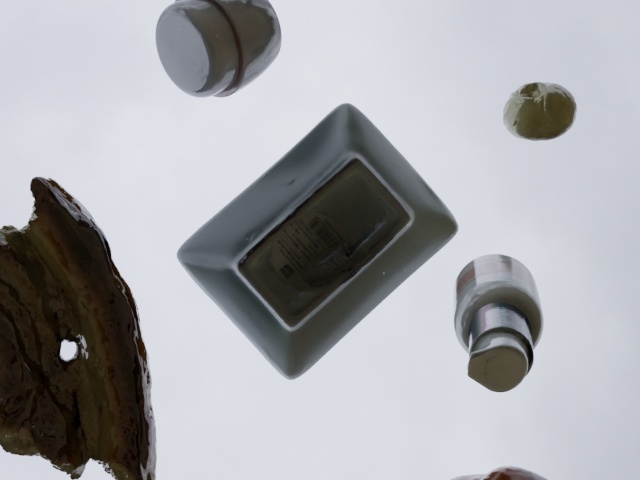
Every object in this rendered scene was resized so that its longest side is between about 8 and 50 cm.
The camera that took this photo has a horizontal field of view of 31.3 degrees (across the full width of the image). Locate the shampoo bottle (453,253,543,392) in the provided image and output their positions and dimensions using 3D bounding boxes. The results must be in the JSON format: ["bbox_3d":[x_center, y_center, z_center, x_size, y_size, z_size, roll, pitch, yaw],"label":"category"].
[{"bbox_3d":[0.144,0.068,0.916,0.074,0.192,0.074,1,-75,5],"label":"shampoo bottle"}]

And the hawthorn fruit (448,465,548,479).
[{"bbox_3d":[0.151,0.288,0.959,0.189,0.189,0.189,-3,-82,-25],"label":"hawthorn fruit"}]

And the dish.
[{"bbox_3d":[0.000,0.000,1.128,0.243,0.080,0.182,-42,-88,-2],"label":"dish"}]

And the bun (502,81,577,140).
[{"bbox_3d":[0.244,-0.151,1.281,0.086,0.086,0.055,-26,-57,-20],"label":"bun"}]

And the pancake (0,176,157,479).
[{"bbox_3d":[-0.205,0.068,0.906,0.257,0.056,0.212,40,-129,-33],"label":"pancake"}]

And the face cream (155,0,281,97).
[{"bbox_3d":[-0.107,-0.212,1.207,0.104,0.117,0.117,-30,-71,-37],"label":"face cream"}]
